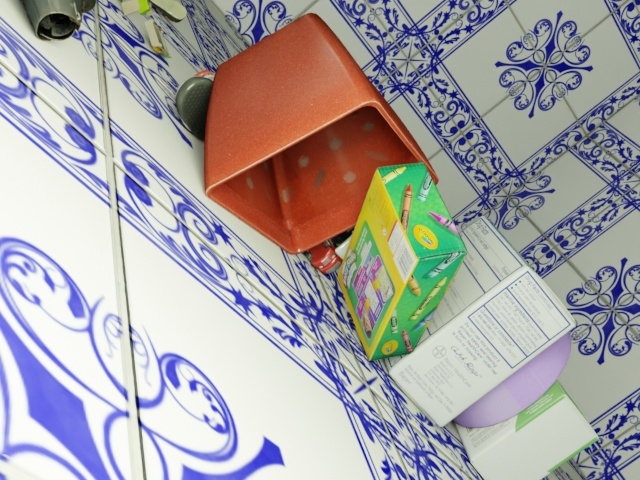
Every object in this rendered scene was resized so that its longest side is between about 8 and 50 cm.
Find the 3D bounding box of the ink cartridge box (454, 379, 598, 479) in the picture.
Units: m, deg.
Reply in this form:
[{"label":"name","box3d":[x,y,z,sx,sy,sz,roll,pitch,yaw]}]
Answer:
[{"label":"ink cartridge box","box3d":[0.359,0.318,1.500,0.117,0.201,0.278,50,8,-14]}]

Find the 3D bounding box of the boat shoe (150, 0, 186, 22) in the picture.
[{"label":"boat shoe","box3d":[-0.373,-0.559,1.876,0.133,0.049,0.042,39,-21,-18]}]

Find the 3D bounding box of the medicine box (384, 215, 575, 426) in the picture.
[{"label":"medicine box","box3d":[0.249,0.132,1.410,0.149,0.289,0.263,48,10,-18]}]

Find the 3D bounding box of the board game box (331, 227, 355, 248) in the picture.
[{"label":"board game box","box3d":[0.087,-0.027,1.624,0.048,0.170,0.141,51,8,7]}]

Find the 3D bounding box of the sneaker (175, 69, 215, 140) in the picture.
[{"label":"sneaker","box3d":[-0.192,-0.234,1.346,0.145,0.090,0.270,46,9,23]}]

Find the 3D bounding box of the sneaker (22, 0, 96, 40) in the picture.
[{"label":"sneaker","box3d":[-0.324,-0.290,0.991,0.222,0.083,0.118,14,57,-87]}]

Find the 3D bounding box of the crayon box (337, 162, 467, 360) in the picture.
[{"label":"crayon box","box3d":[0.112,0.038,1.208,0.278,0.081,0.165,107,-31,-51]}]

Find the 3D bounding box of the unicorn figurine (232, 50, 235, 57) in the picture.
[{"label":"unicorn figurine","box3d":[-0.197,-0.383,2.025,0.111,0.060,0.162,53,-7,12]}]

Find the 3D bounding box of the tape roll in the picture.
[{"label":"tape roll","box3d":[0.320,0.213,1.489,0.090,0.275,0.275,50,9,-15]}]

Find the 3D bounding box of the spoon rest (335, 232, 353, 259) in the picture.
[{"label":"spoon rest","box3d":[0.034,-0.059,1.456,0.137,0.084,0.276,44,11,-35]}]

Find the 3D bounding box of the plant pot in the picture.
[{"label":"plant pot","box3d":[-0.017,-0.173,1.210,0.267,0.267,0.236,38,31,-56]}]

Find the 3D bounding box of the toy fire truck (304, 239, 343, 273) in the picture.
[{"label":"toy fire truck","box3d":[0.000,0.000,1.476,0.135,0.047,0.192,41,13,-46]}]

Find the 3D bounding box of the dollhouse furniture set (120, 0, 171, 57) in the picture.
[{"label":"dollhouse furniture set","box3d":[-0.337,-0.410,1.512,0.076,0.058,0.152,33,38,-85]}]
